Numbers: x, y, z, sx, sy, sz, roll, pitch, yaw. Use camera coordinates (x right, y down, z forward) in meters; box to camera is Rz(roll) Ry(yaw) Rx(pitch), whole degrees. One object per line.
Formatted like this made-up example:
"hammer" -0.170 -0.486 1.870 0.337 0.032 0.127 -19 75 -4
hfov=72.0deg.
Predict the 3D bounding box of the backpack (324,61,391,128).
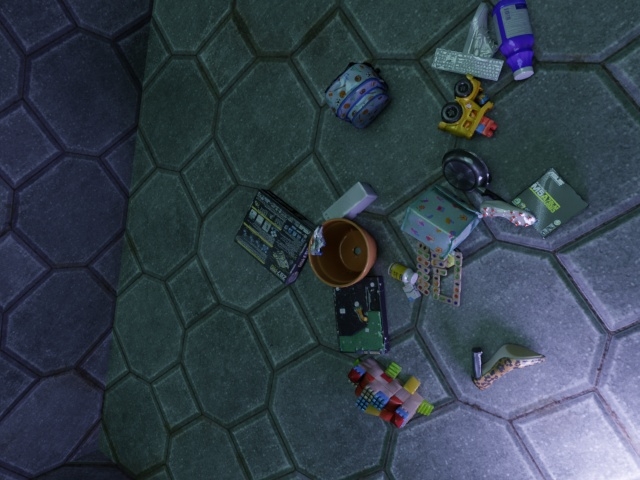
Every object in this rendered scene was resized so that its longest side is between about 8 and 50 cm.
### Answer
"backpack" 0.150 -0.606 1.850 0.276 0.263 0.213 -48 69 22

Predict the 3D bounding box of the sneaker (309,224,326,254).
"sneaker" 0.000 0.000 1.849 0.058 0.052 0.135 17 107 20

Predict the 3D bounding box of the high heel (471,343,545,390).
"high heel" 0.707 0.492 1.669 0.261 0.093 0.186 -2 112 19

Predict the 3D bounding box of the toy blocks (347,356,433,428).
"toy blocks" 0.248 0.636 1.822 0.381 0.260 0.191 35 108 26

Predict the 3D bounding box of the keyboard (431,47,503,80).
"keyboard" 0.554 -0.670 1.673 0.255 0.014 0.072 21 117 22

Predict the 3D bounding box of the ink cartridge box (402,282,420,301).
"ink cartridge box" 0.381 0.209 1.862 0.048 0.028 0.083 -38 72 39

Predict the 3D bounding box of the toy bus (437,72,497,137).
"toy bus" 0.581 -0.492 1.676 0.211 0.149 0.220 29 103 14

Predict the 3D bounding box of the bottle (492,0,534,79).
"bottle" 0.710 -0.732 1.603 0.118 0.092 0.283 -11 85 -1

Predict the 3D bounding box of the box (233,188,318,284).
"box" -0.219 -0.023 2.183 0.394 0.097 0.318 37 107 25

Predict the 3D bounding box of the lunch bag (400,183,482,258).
"lunch bag" 0.478 -0.095 1.689 0.223 0.262 0.160 38 147 23

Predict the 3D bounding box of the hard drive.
"hard drive" 0.180 0.332 1.971 0.236 0.064 0.339 -7 87 31

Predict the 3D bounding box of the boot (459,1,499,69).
"boot" 0.623 -0.756 1.675 0.123 0.095 0.259 22 111 22

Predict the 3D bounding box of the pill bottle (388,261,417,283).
"pill bottle" 0.348 0.139 1.853 0.116 0.065 0.065 24 103 40

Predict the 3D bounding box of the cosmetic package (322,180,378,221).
"cosmetic package" 0.132 -0.155 1.958 0.231 0.117 0.086 -40 72 27

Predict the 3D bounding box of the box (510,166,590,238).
"box" 0.821 -0.134 1.587 0.184 0.045 0.191 -44 71 28

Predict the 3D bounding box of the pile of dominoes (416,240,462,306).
"pile of dominoes" 0.462 0.134 1.761 0.195 0.040 0.251 13 116 39

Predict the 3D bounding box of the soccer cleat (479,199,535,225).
"soccer cleat" 0.686 -0.109 1.613 0.196 0.076 0.068 16 137 17

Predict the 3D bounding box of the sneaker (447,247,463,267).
"sneaker" 0.469 0.027 1.782 0.208 0.081 0.094 46 119 23

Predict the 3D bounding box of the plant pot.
"plant pot" 0.119 0.049 1.919 0.290 0.203 0.291 1 92 30

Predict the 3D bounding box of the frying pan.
"frying pan" 0.580 -0.210 1.694 0.326 0.053 0.197 54 155 -14

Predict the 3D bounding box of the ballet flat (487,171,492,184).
"ballet flat" 0.574 -0.283 1.717 0.203 0.074 0.074 44 112 22
